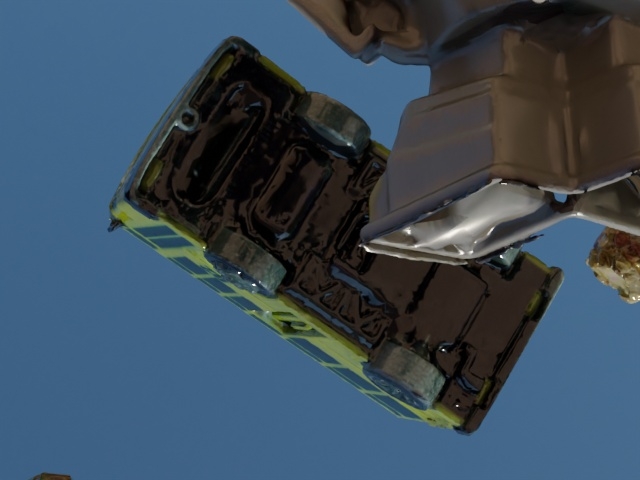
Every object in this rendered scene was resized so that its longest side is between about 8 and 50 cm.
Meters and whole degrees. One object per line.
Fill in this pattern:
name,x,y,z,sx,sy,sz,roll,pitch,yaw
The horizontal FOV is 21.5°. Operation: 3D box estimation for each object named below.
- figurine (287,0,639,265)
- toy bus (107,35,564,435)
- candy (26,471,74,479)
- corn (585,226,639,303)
figurine,0.108,-0.138,0.776,0.308,0.143,0.309,2,-103,-10
toy bus,0.000,0.000,1.045,0.262,0.150,0.128,35,-103,-16
candy,-0.190,0.220,1.098,0.060,0.060,0.201,17,-153,-5
corn,0.272,-0.052,1.095,0.079,0.237,0.079,44,-179,-1
